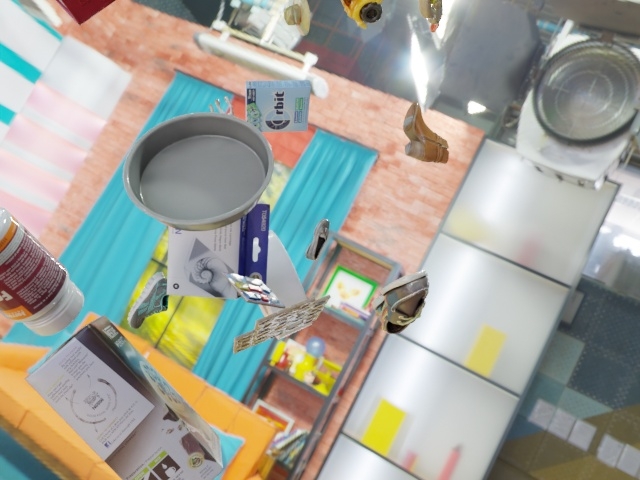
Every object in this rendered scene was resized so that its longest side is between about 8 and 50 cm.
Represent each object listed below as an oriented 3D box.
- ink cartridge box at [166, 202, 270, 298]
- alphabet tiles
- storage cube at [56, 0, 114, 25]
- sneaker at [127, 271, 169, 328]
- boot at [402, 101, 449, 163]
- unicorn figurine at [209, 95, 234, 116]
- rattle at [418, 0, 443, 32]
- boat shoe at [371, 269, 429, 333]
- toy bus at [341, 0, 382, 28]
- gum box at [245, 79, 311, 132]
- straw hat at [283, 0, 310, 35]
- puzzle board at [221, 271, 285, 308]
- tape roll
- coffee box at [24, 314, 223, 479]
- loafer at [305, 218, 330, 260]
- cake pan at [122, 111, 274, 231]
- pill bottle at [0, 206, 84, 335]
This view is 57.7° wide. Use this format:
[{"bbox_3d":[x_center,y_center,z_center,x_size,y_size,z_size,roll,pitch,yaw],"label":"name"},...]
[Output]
[{"bbox_3d":[-0.229,0.020,1.306,0.224,0.223,0.045,2,10,-4],"label":"ink cartridge box"},{"bbox_3d":[-0.081,0.168,1.172,0.009,0.198,0.237,65,-17,16],"label":"alphabet tiles"},{"bbox_3d":[-0.487,-0.588,1.155,0.215,0.193,0.184,44,-11,28],"label":"storage cube"},{"bbox_3d":[-0.422,0.164,1.461,0.076,0.166,0.065,34,13,7],"label":"sneaker"},{"bbox_3d":[0.351,-0.346,1.900,0.152,0.197,0.073,9,-11,-22],"label":"boot"},{"bbox_3d":[-0.259,-0.329,1.581,0.162,0.060,0.111,-152,-139,-79],"label":"unicorn figurine"},{"bbox_3d":[0.316,-0.579,1.407,0.142,0.130,0.200,-3,-25,22],"label":"rattle"},{"bbox_3d":[0.197,0.152,1.376,0.324,0.116,0.097,109,-37,-71],"label":"boat shoe"},{"bbox_3d":[0.102,-0.748,1.658,0.211,0.149,0.220,8,-41,-30],"label":"toy bus"},{"bbox_3d":[-0.126,-0.390,1.697,0.184,0.041,0.157,-3,-41,-10],"label":"gum box"},{"bbox_3d":[-0.092,-0.767,1.978,0.144,0.061,0.144,51,-29,42],"label":"straw hat"},{"bbox_3d":[-0.137,0.102,1.209,0.096,0.011,0.128,43,13,33],"label":"puzzle board"},{"bbox_3d":[-0.127,0.117,1.562,0.286,0.100,0.286,61,-13,25],"label":"tape roll"},{"bbox_3d":[-0.297,0.269,0.918,0.297,0.119,0.168,49,-10,-7],"label":"coffee box"},{"bbox_3d":[0.000,0.000,1.640,0.045,0.125,0.039,29,-6,-38],"label":"loafer"},{"bbox_3d":[-0.238,-0.135,1.155,0.293,0.293,0.054,26,-31,16],"label":"cake pan"},{"bbox_3d":[-0.912,0.104,1.750,0.224,0.224,0.392,23,-29,40],"label":"pill bottle"}]
